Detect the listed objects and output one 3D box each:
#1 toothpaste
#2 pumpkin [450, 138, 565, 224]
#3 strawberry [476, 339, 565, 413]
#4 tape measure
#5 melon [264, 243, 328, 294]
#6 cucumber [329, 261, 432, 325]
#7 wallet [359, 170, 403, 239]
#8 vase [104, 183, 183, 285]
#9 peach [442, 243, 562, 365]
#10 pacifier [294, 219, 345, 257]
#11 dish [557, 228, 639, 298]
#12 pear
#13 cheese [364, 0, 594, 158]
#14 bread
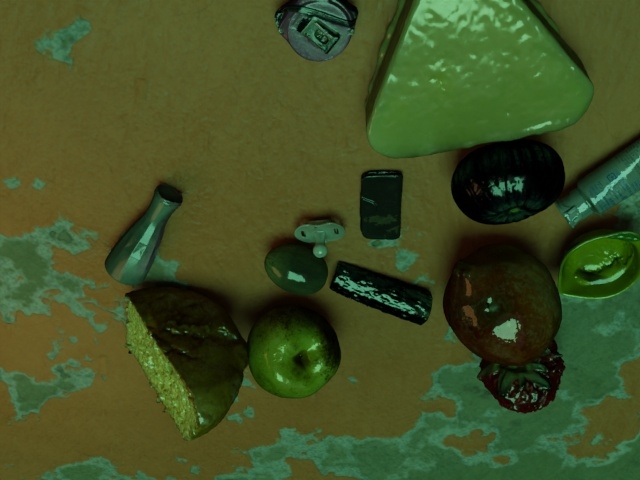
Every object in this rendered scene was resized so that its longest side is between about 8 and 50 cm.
[{"bbox_3d":[0.571,-0.130,1.548,0.299,0.073,0.114,-35,119,16],"label":"toothpaste"},{"bbox_3d":[0.330,-0.107,1.508,0.202,0.140,0.202,-9,162,-3],"label":"pumpkin"},{"bbox_3d":[0.429,0.280,1.805,0.184,0.186,0.201,-33,152,-2],"label":"strawberry"},{"bbox_3d":[-0.007,-0.356,1.380,0.125,0.074,0.118,30,124,-17],"label":"tape measure"},{"bbox_3d":[-0.048,0.056,1.683,0.131,0.098,0.098,25,124,-12],"label":"melon"},{"bbox_3d":[0.121,0.115,1.745,0.212,0.062,0.078,17,127,-12],"label":"cucumber"},{"bbox_3d":[0.116,-0.066,1.634,0.082,0.018,0.156,1,128,1],"label":"wallet"},{"bbox_3d":[-0.339,-0.014,1.654,0.086,0.086,0.214,27,119,-18],"label":"vase"},{"bbox_3d":[0.341,0.117,1.641,0.257,0.232,0.232,31,123,-33],"label":"peach"},{"bbox_3d":[0.000,0.000,1.654,0.099,0.078,0.081,-6,148,5],"label":"pacifier"},{"bbox_3d":[0.548,0.030,1.658,0.208,0.080,0.149,-35,115,26],"label":"dish"},{"bbox_3d":[-0.060,0.230,1.769,0.198,0.197,0.197,1,128,1],"label":"pear"},{"bbox_3d":[0.238,-0.320,1.381,0.384,0.104,0.383,1,127,1],"label":"cheese"},{"bbox_3d":[-0.258,0.235,1.738,0.179,0.340,0.194,-19,143,-32],"label":"bread"}]
